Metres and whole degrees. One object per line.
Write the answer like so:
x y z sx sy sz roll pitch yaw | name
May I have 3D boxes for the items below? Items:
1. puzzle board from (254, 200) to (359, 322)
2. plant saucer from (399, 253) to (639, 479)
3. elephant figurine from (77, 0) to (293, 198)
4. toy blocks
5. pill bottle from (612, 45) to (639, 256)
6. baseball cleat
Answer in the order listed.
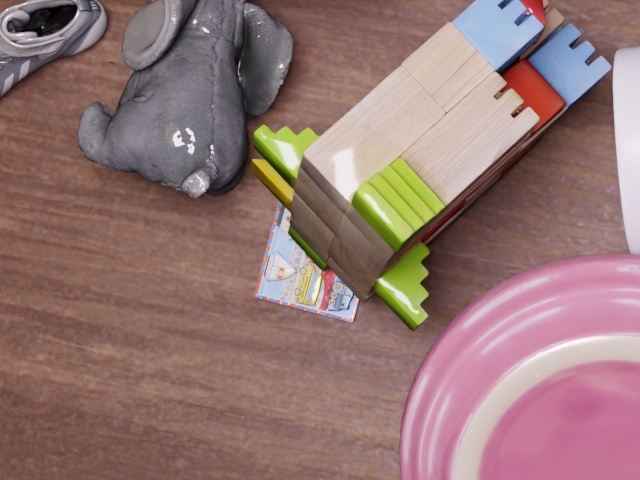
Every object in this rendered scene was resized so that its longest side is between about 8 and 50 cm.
0.000 0.000 1.559 0.096 0.011 0.128 14 87 17 | puzzle board
0.227 0.178 1.371 0.332 0.084 0.332 1 106 5 | plant saucer
-0.111 -0.167 1.527 0.186 0.169 0.239 18 93 22 | elephant figurine
0.106 -0.089 1.374 0.261 0.381 0.191 -42 85 -8 | toy blocks
0.417 -0.085 1.349 0.363 0.210 0.210 -5 82 16 | pill bottle
-0.299 -0.176 1.613 0.206 0.109 0.072 -29 82 13 | baseball cleat
